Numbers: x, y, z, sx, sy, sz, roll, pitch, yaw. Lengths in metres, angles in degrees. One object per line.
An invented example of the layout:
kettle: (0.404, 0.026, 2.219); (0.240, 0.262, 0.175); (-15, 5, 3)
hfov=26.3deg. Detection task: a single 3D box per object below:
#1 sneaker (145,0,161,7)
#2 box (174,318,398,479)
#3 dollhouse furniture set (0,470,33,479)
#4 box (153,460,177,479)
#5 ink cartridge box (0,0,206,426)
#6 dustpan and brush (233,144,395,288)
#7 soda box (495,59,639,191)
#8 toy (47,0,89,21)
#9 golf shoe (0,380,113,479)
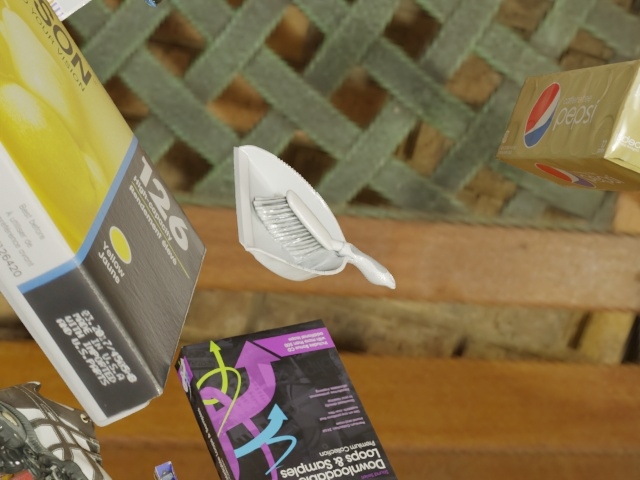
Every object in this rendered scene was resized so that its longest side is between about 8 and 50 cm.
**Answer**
sneaker: (-0.216, -0.398, 1.870); (0.078, 0.067, 0.188); (-9, 50, 22)
box: (-0.021, 0.135, 0.966); (0.116, 0.029, 0.162); (-10, 57, -26)
dollhouse furniture set: (-0.401, 0.483, 1.764); (0.201, 0.374, 0.152); (-14, 11, 32)
box: (-0.224, 0.378, 2.055); (0.028, 0.136, 0.081); (-21, 78, -11)
ink cartridge box: (-0.186, -0.072, 0.969); (0.072, 0.304, 0.307); (-25, 22, 16)
dustpan and brush: (0.000, 0.000, 1.367); (0.211, 0.060, 0.147); (46, 26, -40)
soda box: (0.170, -0.067, 0.832); (0.058, 0.061, 0.181); (22, -1, -12)
toy: (-0.216, -0.321, 1.337); (0.237, 0.137, 0.056); (-41, 23, -22)
golf shoe: (-0.206, 0.182, 1.143); (0.198, 0.077, 0.094); (37, 39, 18)
